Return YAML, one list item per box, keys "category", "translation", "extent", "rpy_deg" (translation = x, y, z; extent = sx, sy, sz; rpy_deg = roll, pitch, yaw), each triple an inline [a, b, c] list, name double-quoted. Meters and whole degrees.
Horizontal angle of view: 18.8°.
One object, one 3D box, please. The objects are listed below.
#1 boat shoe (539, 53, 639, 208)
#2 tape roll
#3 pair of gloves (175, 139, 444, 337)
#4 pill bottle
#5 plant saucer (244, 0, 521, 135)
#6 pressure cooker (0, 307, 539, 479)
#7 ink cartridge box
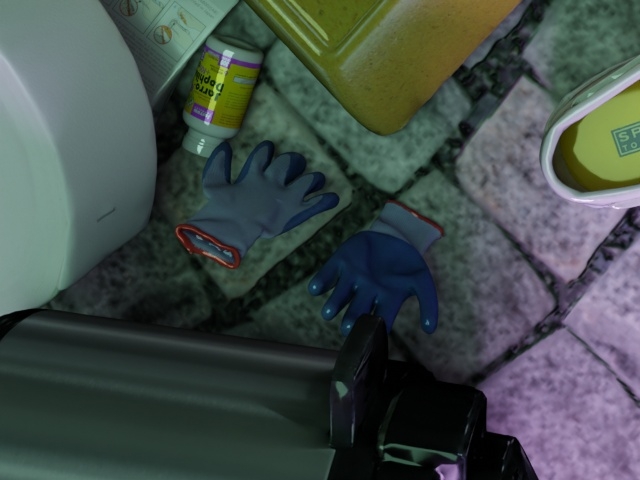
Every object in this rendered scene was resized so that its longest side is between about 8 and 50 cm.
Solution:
- category: "boat shoe"
  translation: [0.300, -0.112, 1.209]
  extent: [0.367, 0.156, 0.136]
  rpy_deg: [-20, 94, 19]
- category: "tape roll"
  translation: [-0.252, -0.085, 1.350]
  extent: [0.286, 0.100, 0.286]
  rpy_deg: [20, 129, 27]
- category: "pair of gloves"
  translation: [0.000, 0.000, 1.325]
  extent: [0.198, 0.159, 0.023]
  rpy_deg: [30, 126, 6]
- category: "pill bottle"
  translation: [-0.072, -0.102, 1.384]
  extent: [0.043, 0.043, 0.083]
  rpy_deg: [22, 105, 12]
- category: "plant saucer"
  translation: [0.012, -0.275, 1.267]
  extent: [0.333, 0.081, 0.333]
  rpy_deg: [47, 125, 5]
- category: "pressure cooker"
  translation: [-0.046, 0.249, 1.257]
  extent: [0.420, 0.370, 0.376]
  rpy_deg: [7, 71, 13]
- category: "ink cartridge box"
  translation: [-0.165, -0.148, 1.416]
  extent: [0.145, 0.045, 0.179]
  rpy_deg: [40, 91, 8]
